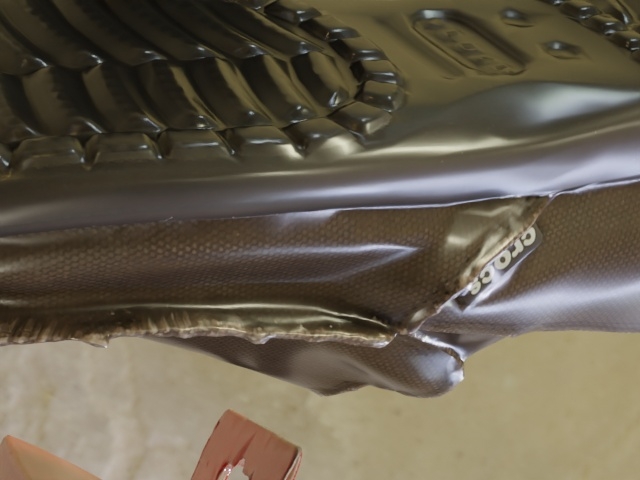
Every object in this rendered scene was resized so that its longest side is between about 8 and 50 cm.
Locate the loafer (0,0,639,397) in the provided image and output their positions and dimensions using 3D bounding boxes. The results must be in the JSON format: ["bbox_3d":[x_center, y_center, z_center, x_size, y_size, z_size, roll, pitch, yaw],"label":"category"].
[{"bbox_3d":[0.000,0.000,0.584,0.366,0.134,0.130,-4,119,-22],"label":"loafer"}]

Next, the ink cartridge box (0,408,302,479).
[{"bbox_3d":[-0.102,0.149,0.664,0.078,0.134,0.231,29,84,-13],"label":"ink cartridge box"}]
